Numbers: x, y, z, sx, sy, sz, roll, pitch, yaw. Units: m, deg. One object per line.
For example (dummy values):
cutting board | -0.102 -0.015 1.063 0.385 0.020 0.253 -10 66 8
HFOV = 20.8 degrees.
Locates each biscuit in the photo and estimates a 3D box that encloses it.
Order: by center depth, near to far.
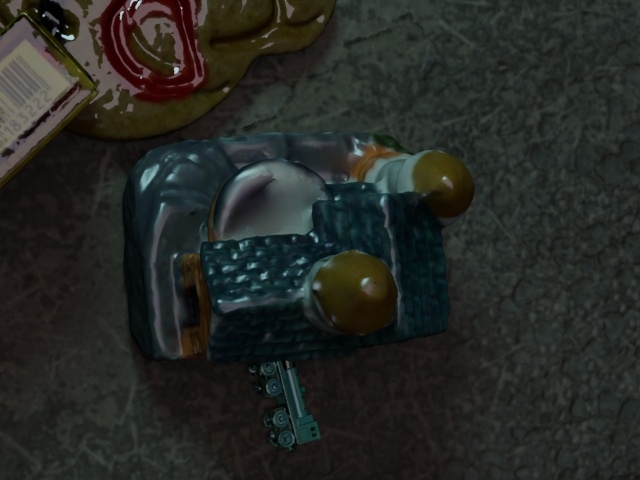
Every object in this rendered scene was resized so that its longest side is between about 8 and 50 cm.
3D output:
biscuit | -0.129 -0.252 1.463 0.314 0.063 0.367 28 81 -14

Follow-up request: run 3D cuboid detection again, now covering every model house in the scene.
model house | 0.000 0.000 1.372 0.271 0.301 0.190 -3 90 -16

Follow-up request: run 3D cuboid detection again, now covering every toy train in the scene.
toy train | -0.031 0.136 1.505 0.045 0.029 0.092 -15 93 -24

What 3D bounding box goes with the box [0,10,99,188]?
box | -0.300 -0.041 1.309 0.301 0.193 0.084 -44 101 -1
